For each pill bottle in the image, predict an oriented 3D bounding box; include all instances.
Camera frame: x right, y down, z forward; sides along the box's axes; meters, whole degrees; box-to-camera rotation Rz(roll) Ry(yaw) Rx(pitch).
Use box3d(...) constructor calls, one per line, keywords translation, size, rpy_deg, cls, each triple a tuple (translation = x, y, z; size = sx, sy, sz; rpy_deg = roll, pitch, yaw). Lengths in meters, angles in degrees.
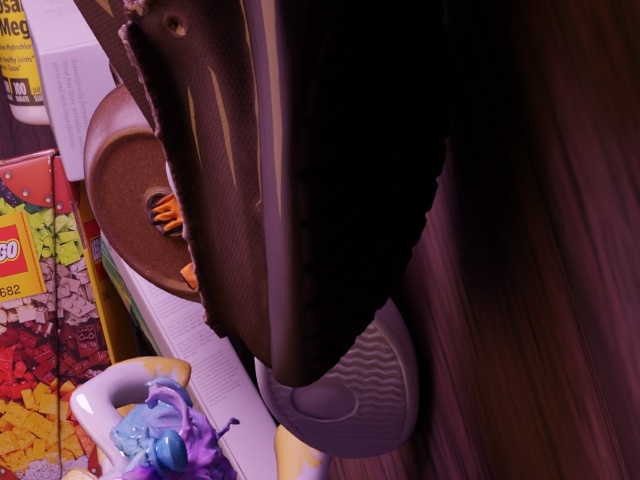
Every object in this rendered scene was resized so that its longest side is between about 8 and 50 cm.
box3d(translation=(-0.351, -0.335, 1.513), size=(0.188, 0.187, 0.334), rpy_deg=(-138, 36, -67), cls="pill bottle")

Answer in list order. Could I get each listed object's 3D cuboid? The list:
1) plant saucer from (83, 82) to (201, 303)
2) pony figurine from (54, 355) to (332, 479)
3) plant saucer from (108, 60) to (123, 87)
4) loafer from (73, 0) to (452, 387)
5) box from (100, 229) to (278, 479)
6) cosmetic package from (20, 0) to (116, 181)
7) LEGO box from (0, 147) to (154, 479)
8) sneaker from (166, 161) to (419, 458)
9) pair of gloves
box3d(translation=(-0.107, -0.027, 0.863), size=(0.036, 0.198, 0.199), rpy_deg=(-47, -36, -50), cls="plant saucer")
box3d(translation=(-0.060, 0.221, 0.651), size=(0.351, 0.303, 0.363), rpy_deg=(39, -166, 2), cls="pony figurine")
box3d(translation=(-0.120, -0.055, 1.014), size=(0.310, 0.050, 0.311), rpy_deg=(156, 90, -83), cls="plant saucer")
box3d(translation=(-0.033, -0.110, 0.451), size=(0.130, 0.134, 0.366), rpy_deg=(11, 122, 28), cls="loafer")
box3d(translation=(-0.124, 0.128, 1.145), size=(0.322, 0.058, 0.232), rpy_deg=(61, 166, 6), cls="box")
box3d(translation=(-0.221, -0.184, 1.202), size=(0.184, 0.151, 0.151), rpy_deg=(-121, 21, -52), cls="cosmetic package")
box3d(translation=(-0.317, 0.072, 1.467), size=(0.500, 0.193, 0.373), rpy_deg=(-70, -33, -83), cls="LEGO box")
box3d(translation=(0.000, 0.000, 0.662), size=(0.151, 0.094, 0.256), rpy_deg=(-80, -27, -53), cls="sneaker")
box3d(translation=(-0.088, 0.000, 0.837), size=(0.074, 0.010, 0.083), rpy_deg=(-18, 109, 37), cls="pair of gloves")
